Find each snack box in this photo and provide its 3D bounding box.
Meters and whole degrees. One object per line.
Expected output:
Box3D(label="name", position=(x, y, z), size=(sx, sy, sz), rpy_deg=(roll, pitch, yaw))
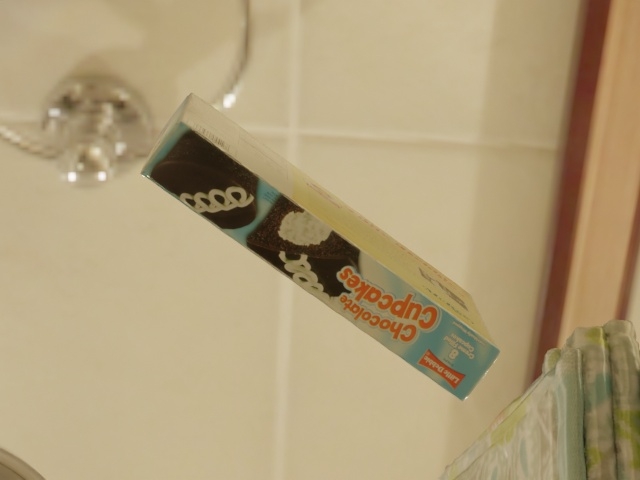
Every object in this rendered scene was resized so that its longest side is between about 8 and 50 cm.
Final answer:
Box3D(label="snack box", position=(0.000, 0.000, 1.351), size=(0.322, 0.060, 0.187), rpy_deg=(36, -171, -8))

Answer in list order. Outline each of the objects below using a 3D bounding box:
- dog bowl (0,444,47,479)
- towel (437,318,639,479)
Box3D(label="dog bowl", position=(-0.318, 0.281, 1.269), size=(0.264, 0.265, 0.104), rpy_deg=(-6, 178, -14))
Box3D(label="towel", position=(0.153, 0.277, 1.048), size=(0.090, 0.320, 0.375), rpy_deg=(8, -117, -10))
